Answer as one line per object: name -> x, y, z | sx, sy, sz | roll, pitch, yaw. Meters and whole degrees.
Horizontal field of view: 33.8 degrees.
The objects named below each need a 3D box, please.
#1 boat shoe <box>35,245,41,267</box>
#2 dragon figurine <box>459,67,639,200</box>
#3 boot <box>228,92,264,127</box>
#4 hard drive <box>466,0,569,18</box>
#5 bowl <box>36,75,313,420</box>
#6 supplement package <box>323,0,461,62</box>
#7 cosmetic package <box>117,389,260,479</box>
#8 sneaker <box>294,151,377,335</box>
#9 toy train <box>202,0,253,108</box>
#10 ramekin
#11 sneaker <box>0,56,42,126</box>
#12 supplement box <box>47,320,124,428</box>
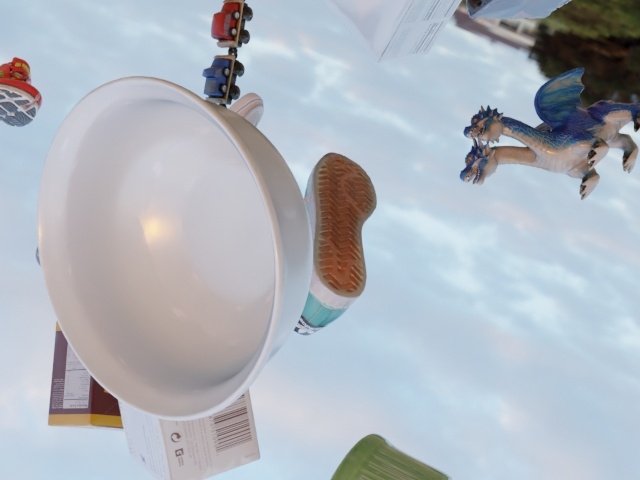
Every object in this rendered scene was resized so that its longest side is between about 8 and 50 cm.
boat shoe -> -0.300, -0.010, 1.613 | 0.335, 0.095, 0.112 | -2, -130, 20
dragon figurine -> 0.286, -0.134, 1.186 | 0.289, 0.085, 0.144 | -32, -126, -26
boot -> -0.166, -0.166, 2.103 | 0.123, 0.258, 0.095 | 33, 174, 25
hard drive -> 0.129, -0.316, 0.541 | 0.064, 0.339, 0.237 | -5, 169, -25
bowl -> -0.110, 0.001, 0.945 | 0.298, 0.298, 0.134 | 35, -153, 28
supplement package -> 0.144, -0.483, 1.854 | 0.145, 0.262, 0.204 | -18, -118, -42
cosmetic package -> -0.206, 0.265, 1.608 | 0.151, 0.151, 0.183 | -15, -168, -28
sneaker -> 0.000, 0.000, 1.449 | 0.108, 0.121, 0.302 | 29, -141, -16
toy train -> -0.084, -0.199, 0.979 | 0.027, 0.158, 0.036 | 8, 179, 41
ramekin -> 0.096, 0.473, 1.665 | 0.148, 0.303, 0.303 | 19, -162, 23
sneaker -> -0.572, -0.285, 1.925 | 0.107, 0.118, 0.279 | 45, 162, -32
supplement box -> -0.383, 0.253, 1.955 | 0.129, 0.194, 0.191 | -8, 164, 40
